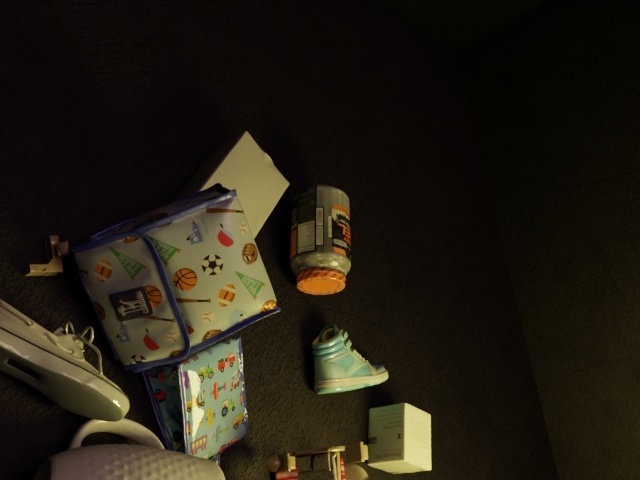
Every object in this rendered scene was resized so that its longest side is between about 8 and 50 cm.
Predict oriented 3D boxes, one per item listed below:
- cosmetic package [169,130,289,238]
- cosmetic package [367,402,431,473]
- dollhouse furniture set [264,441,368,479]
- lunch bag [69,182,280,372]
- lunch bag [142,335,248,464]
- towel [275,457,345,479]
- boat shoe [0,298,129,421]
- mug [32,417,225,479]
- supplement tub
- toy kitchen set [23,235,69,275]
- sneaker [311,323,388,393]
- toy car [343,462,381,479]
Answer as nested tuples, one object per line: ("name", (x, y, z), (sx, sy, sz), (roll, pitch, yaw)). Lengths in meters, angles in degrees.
("cosmetic package", (-0.265, -0.107, 1.771), (0.217, 0.156, 0.385), (52, 39, -21))
("cosmetic package", (0.257, 0.645, 2.049), (0.151, 0.151, 0.184), (33, 48, -37))
("dollhouse furniture set", (-0.061, 0.650, 1.486), (0.173, 0.355, 0.303), (20, 57, -44))
("lunch bag", (-0.332, 0.086, 1.460), (0.385, 0.239, 0.328), (-22, 104, -17))
("lunch bag", (-0.281, 0.408, 1.542), (0.221, 0.138, 0.293), (-16, 95, -55))
("towel", (-0.026, 0.715, 1.639), (0.031, 0.198, 0.275), (57, 26, -61))
("boat shoe", (-0.538, 0.228, 1.295), (0.367, 0.136, 0.156), (34, 41, -17))
("mug", (-0.399, 0.507, 1.253), (0.328, 0.276, 0.374), (24, 24, -29))
("supplement tub", (0.000, 0.000, 2.009), (0.193, 0.193, 0.316), (25, 56, -42))
("toy kitchen set", (-0.596, 0.028, 1.368), (0.075, 0.068, 0.083), (1, 72, -50))
("sneaker", (0.095, 0.366, 2.008), (0.319, 0.127, 0.208), (5, 70, -50))
("toy car", (0.067, 0.767, 1.766), (0.210, 0.219, 0.238), (-56, 148, -41))
